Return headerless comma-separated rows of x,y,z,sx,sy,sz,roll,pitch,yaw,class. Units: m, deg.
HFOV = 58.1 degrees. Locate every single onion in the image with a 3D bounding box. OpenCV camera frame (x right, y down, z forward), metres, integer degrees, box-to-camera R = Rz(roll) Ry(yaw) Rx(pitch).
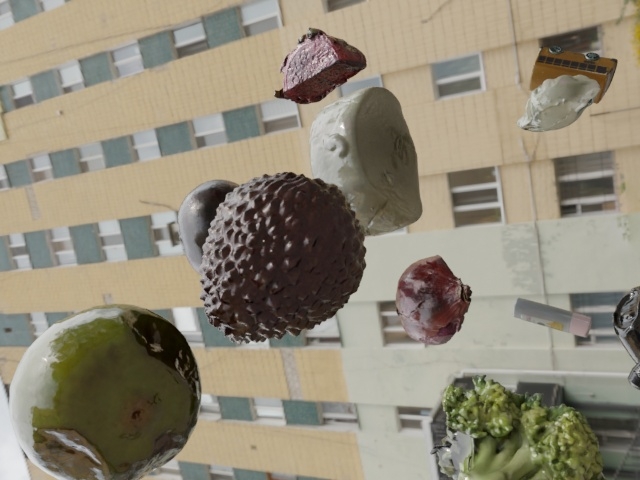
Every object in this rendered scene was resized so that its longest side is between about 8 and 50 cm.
0.268,0.145,1.432,0.120,0.283,0.227,-4,-104,-18,onion

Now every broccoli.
0.362,0.448,1.098,0.281,0.348,0.293,-2,-76,-45,broccoli

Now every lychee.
-0.064,0.034,0.842,0.271,0.271,0.271,16,-108,-60,lychee

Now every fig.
-0.294,0.198,0.778,0.239,0.271,0.239,-1,-88,-42,fig

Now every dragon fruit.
-0.009,-0.295,0.942,0.102,0.147,0.096,-12,-100,-57,dragon fruit

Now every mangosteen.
-0.190,-0.028,1.317,0.235,0.261,0.235,168,90,-83,mangosteen

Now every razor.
0.887,0.286,1.465,0.349,0.113,0.204,44,-133,-1,razor

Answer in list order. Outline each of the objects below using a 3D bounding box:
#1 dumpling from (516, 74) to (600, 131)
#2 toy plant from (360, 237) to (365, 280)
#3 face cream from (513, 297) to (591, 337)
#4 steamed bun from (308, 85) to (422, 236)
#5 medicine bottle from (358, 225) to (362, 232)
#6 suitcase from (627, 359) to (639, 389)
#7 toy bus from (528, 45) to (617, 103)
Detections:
0.517,-0.312,1.269,0.108,0.188,0.127,30,-125,-32,dumpling
0.083,0.067,1.666,0.240,0.088,0.154,-46,-55,-50,toy plant
0.636,0.212,1.585,0.057,0.198,0.084,-63,-32,-19,face cream
0.096,-0.199,1.499,0.236,0.247,0.383,-8,-95,-39,steamed bun
0.000,0.000,1.267,0.143,0.147,0.147,-21,-72,-24,medicine bottle
0.795,0.339,1.180,0.206,0.285,0.066,4,-63,-50,suitcase
0.668,-0.439,1.532,0.114,0.201,0.098,-57,-25,-35,toy bus
